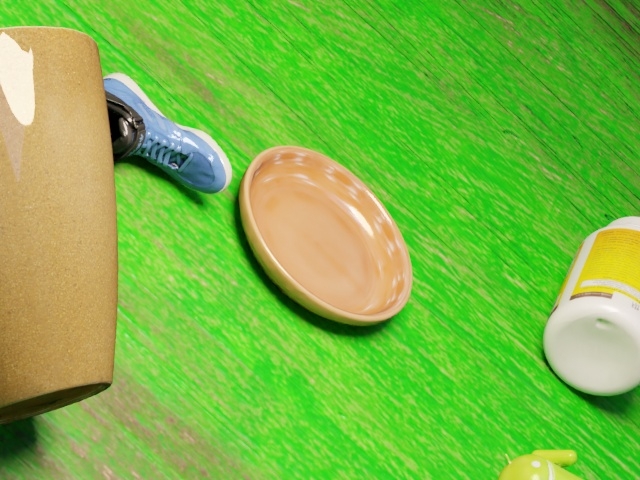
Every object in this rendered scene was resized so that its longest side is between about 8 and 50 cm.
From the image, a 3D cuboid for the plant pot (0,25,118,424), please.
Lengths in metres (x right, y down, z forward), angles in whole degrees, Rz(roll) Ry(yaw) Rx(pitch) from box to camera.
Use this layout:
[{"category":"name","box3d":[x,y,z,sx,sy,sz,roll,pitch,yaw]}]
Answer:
[{"category":"plant pot","box3d":[-0.246,0.003,1.396,0.237,0.237,0.254,-6,75,-49]}]

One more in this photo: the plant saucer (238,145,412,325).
[{"category":"plant saucer","box3d":[0.000,0.000,1.790,0.200,0.037,0.200,28,39,-26]}]

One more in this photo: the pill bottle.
[{"category":"pill bottle","box3d":[0.312,0.062,1.986,0.117,0.117,0.215,42,36,-7]}]

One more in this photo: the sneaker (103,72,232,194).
[{"category":"sneaker","box3d":[-0.154,-0.084,1.689,0.152,0.058,0.084,42,30,-1]}]

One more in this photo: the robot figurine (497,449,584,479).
[{"category":"robot figurine","box3d":[0.211,0.242,1.750,0.115,0.067,0.101,31,51,-22]}]
